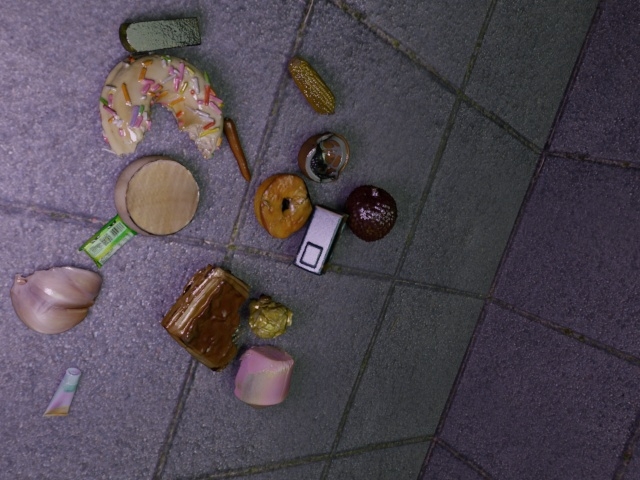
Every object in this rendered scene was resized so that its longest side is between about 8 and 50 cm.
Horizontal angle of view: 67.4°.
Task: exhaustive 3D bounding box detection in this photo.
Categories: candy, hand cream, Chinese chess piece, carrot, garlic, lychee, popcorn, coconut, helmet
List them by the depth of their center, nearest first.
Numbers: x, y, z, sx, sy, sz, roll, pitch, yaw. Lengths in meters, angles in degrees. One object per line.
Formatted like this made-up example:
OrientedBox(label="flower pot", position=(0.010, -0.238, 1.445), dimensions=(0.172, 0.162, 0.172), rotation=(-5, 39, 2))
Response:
OrientedBox(label="garlic", position=(-0.778, 0.176, 1.409), dimensions=(0.228, 0.110, 0.217), rotation=(22, 96, -43))
OrientedBox(label="candy", position=(-0.653, -0.003, 1.493), dimensions=(0.178, 0.032, 0.102), rotation=(-49, 134, -17))
OrientedBox(label="Chinese chess piece", position=(-0.508, -0.137, 1.501), dimensions=(0.257, 0.104, 0.256), rotation=(-14, 111, -40))
OrientedBox(label="hand cream", position=(-0.821, 0.493, 1.541), dimensions=(0.076, 0.047, 0.174), rotation=(18, 103, -44))
OrientedBox(label="carrot", position=(-0.289, -0.313, 1.675), dimensions=(0.043, 0.043, 0.247), rotation=(-35, 127, -26))
OrientedBox(label="helmet", position=(-0.003, -0.324, 1.855), dimensions=(0.224, 0.130, 0.198), rotation=(-33, 130, -39))
OrientedBox(label="popcorn", position=(-0.215, 0.304, 1.873), dimensions=(0.168, 0.195, 0.173), rotation=(-33, 125, -34))
OrientedBox(label="coconut", position=(-0.234, 0.565, 1.953), dimensions=(0.233, 0.233, 0.244), rotation=(9, 100, -42))
OrientedBox(label="lychee", position=(0.214, -0.112, 2.052), dimensions=(0.236, 0.236, 0.271), rotation=(-32, 139, -28))

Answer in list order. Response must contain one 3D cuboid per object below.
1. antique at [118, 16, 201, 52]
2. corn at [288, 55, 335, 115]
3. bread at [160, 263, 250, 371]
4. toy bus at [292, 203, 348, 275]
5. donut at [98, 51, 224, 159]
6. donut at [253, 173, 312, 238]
OrientedBox(label="antique", position=(-0.467, -0.596, 1.389), dimensions=(0.221, 0.080, 0.081), rotation=(-21, 118, -32))
OrientedBox(label="corn", position=(-0.027, -0.561, 1.767), dimensions=(0.097, 0.097, 0.262), rotation=(-54, 128, -11))
OrientedBox(label="bread", position=(-0.391, 0.268, 1.721), dimensions=(0.314, 0.192, 0.370), rotation=(-55, 145, -17))
OrientedBox(label="toy bus", position=(0.000, 0.000, 1.935), dimensions=(0.167, 0.139, 0.274), rotation=(-7, 119, -80))
OrientedBox(label="donut", position=(-0.448, -0.394, 1.408), dimensions=(0.371, 0.150, 0.306), rotation=(-7, 97, -42))
OrientedBox(label="donut", position=(-0.142, -0.133, 1.820), dimensions=(0.254, 0.118, 0.253), rotation=(-13, 112, -36))
